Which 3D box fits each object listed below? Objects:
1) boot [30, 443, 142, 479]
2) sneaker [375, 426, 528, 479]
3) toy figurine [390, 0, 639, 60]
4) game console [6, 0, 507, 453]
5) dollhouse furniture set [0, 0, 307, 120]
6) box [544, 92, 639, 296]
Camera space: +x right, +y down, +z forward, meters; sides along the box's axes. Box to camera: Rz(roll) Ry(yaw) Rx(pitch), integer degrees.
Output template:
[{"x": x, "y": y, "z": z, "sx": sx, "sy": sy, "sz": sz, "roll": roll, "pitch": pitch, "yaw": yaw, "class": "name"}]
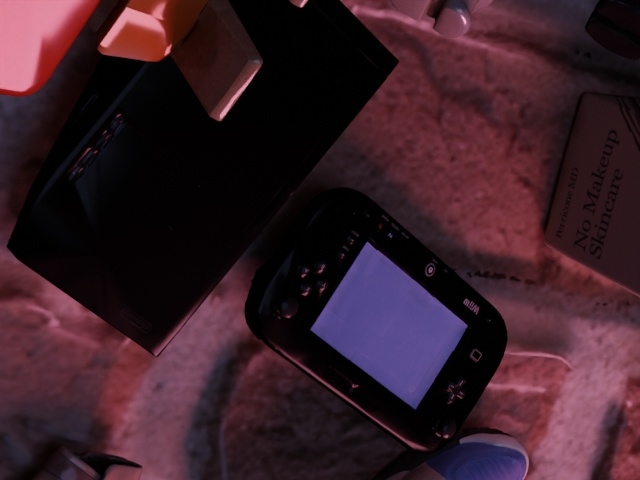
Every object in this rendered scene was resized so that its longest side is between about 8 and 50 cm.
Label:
[{"x": -0.125, "y": 0.167, "z": 0.967, "sx": 0.118, "sy": 0.042, "sz": 0.087, "roll": 27, "pitch": 86, "yaw": -44, "class": "boot"}, {"x": 0.055, "y": 0.197, "z": 1.065, "sx": 0.211, "sy": 0.081, "sz": 0.080, "roll": -34, "pitch": 122, "yaw": -18, "class": "sneaker"}, {"x": 0.105, "y": -0.209, "z": 0.854, "sx": 0.209, "sy": 0.213, "sz": 0.148, "roll": 46, "pitch": 66, "yaw": -40, "class": "toy figurine"}, {"x": 0.000, "y": 0.000, "z": 0.962, "sx": 0.213, "sy": 0.044, "sz": 0.361, "roll": -51, "pitch": 130, "yaw": -1, "class": "game console"}, {"x": -0.147, "y": -0.083, "z": 0.720, "sx": 0.262, "sy": 0.135, "sz": 0.259, "roll": 4, "pitch": 135, "yaw": -43, "class": "dollhouse furniture set"}, {"x": 0.259, "y": 0.001, "z": 0.991, "sx": 0.094, "sy": 0.275, "sz": 0.113, "roll": 4, "pitch": 106, "yaw": -33, "class": "box"}]
